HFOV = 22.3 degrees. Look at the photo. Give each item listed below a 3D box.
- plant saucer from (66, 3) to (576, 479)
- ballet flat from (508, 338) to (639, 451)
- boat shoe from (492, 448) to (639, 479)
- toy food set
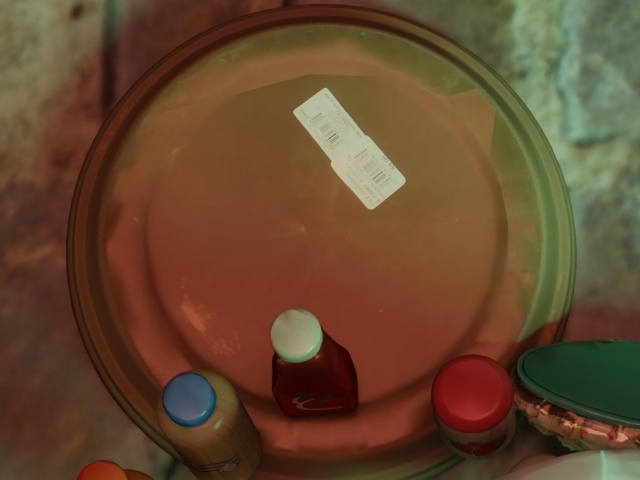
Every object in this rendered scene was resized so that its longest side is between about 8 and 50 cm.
[{"bbox_3d":[0.000,0.000,0.869,0.278,0.041,0.277,0,78,1],"label":"plant saucer"},{"bbox_3d":[0.215,0.097,0.830,0.241,0.091,0.077,0,122,2],"label":"ballet flat"},{"bbox_3d":[0.166,0.167,0.715,0.335,0.121,0.119,-4,44,-24],"label":"boat shoe"},{"bbox_3d":[0.007,0.098,0.761,0.232,0.104,0.111,-2,66,8],"label":"toy food set"}]
